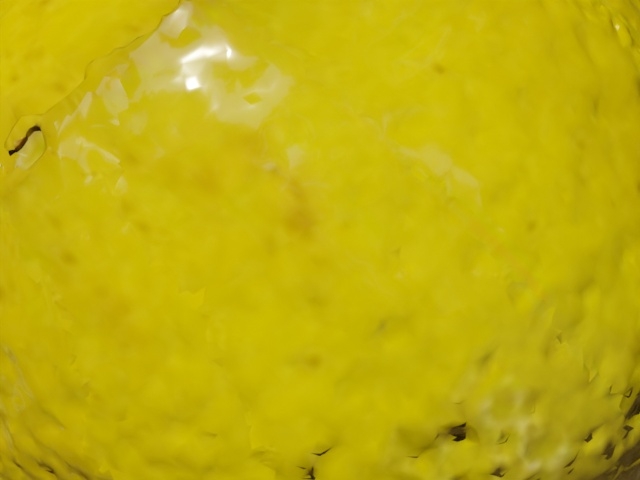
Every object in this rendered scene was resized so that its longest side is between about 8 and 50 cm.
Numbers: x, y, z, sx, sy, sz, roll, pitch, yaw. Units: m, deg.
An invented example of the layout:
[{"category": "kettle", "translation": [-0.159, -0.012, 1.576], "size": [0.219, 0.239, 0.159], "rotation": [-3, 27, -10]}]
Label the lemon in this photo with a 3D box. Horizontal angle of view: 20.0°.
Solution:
[{"category": "lemon", "translation": [-0.001, -0.001, 0.591], "size": [0.293, 0.293, 0.293], "rotation": [-27, 42, 27]}]
